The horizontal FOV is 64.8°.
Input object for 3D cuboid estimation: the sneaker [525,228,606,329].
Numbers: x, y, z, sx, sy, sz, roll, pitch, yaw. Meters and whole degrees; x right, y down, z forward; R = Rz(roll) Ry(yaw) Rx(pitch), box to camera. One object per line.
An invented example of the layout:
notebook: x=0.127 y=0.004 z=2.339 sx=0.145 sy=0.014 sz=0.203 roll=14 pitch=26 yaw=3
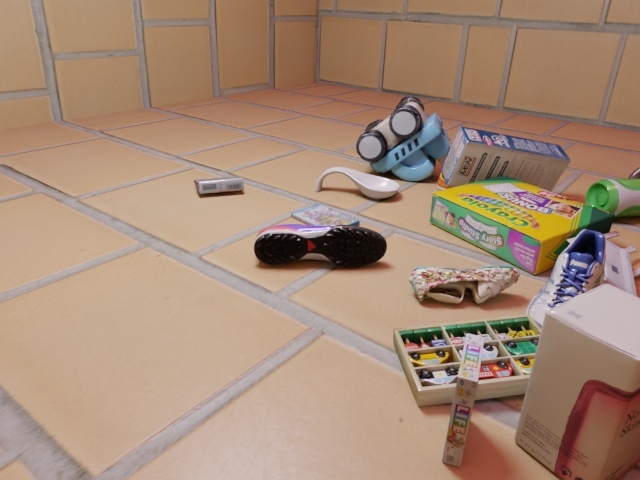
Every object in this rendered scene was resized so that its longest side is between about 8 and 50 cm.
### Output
sneaker: x=0.491 y=0.088 z=1.006 sx=0.112 sy=0.130 sz=0.296 roll=18 pitch=46 yaw=28

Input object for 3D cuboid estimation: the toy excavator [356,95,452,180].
toy excavator: x=0.415 y=-0.313 z=1.814 sx=0.433 sy=0.445 sz=0.222 roll=-33 pitch=13 yaw=26

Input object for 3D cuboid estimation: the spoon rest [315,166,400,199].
spoon rest: x=0.123 y=-0.191 z=1.659 sx=0.277 sy=0.084 sz=0.137 roll=6 pitch=26 yaw=9

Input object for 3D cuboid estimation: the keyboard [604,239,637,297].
keyboard: x=0.680 y=0.073 z=1.151 sx=0.072 sy=0.014 sz=0.256 roll=29 pitch=37 yaw=8

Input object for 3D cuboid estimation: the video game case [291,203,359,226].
video game case: x=0.013 y=-0.063 z=1.461 sx=0.119 sy=0.015 sz=0.166 roll=-21 pitch=34 yaw=-39

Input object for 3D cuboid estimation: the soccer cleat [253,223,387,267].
soccer cleat: x=0.000 y=0.000 z=1.231 sx=0.319 sy=0.108 sz=0.116 roll=-1 pitch=22 yaw=-1

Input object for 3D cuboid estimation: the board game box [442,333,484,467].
board game box: x=0.202 y=0.225 z=0.714 sx=0.026 sy=0.154 sz=0.103 roll=11 pitch=27 yaw=17

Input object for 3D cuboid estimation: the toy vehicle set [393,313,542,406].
toy vehicle set: x=0.276 y=0.203 z=0.880 sx=0.267 sy=0.035 sz=0.166 roll=-5 pitch=26 yaw=-6

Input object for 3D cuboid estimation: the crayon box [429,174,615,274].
crayon box: x=0.543 y=-0.062 z=1.394 sx=0.313 sy=0.106 sz=0.363 roll=-14 pitch=30 yaw=-31

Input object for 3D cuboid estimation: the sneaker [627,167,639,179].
sneaker: x=1.178 y=-0.183 z=1.707 sx=0.282 sy=0.106 sz=0.162 roll=-11 pitch=31 yaw=-26

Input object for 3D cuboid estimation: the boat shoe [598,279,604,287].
boat shoe: x=0.583 y=0.080 z=1.152 sx=0.059 sy=0.062 sz=0.170 roll=6 pitch=26 yaw=-6

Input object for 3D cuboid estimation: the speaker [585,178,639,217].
speaker: x=0.987 y=-0.133 z=1.560 sx=0.297 sy=0.131 sz=0.131 roll=-3 pitch=26 yaw=-10

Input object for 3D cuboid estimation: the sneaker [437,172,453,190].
sneaker: x=0.468 y=-0.186 z=1.696 sx=0.175 sy=0.067 sz=0.064 roll=26 pitch=32 yaw=37

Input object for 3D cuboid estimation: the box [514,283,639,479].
box: x=0.381 y=0.200 z=0.689 sx=0.149 sy=0.232 sz=0.127 roll=-15 pitch=30 yaw=-30

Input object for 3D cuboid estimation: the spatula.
spatula: x=0.724 y=0.042 z=1.237 sx=0.242 sy=0.019 sz=0.168 roll=-9 pitch=48 yaw=-36

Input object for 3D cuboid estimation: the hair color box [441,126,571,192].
hair color box: x=0.589 y=-0.243 z=1.622 sx=0.348 sy=0.173 sz=0.105 roll=8 pitch=40 yaw=-9

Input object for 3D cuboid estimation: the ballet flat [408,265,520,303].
ballet flat: x=0.313 y=0.101 z=1.091 sx=0.241 sy=0.091 sz=0.077 roll=-1 pitch=56 yaw=2

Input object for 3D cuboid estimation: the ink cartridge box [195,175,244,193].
ink cartridge box: x=-0.343 y=-0.186 z=1.682 sx=0.146 sy=0.045 sz=0.179 roll=-7 pitch=9 yaw=-18
